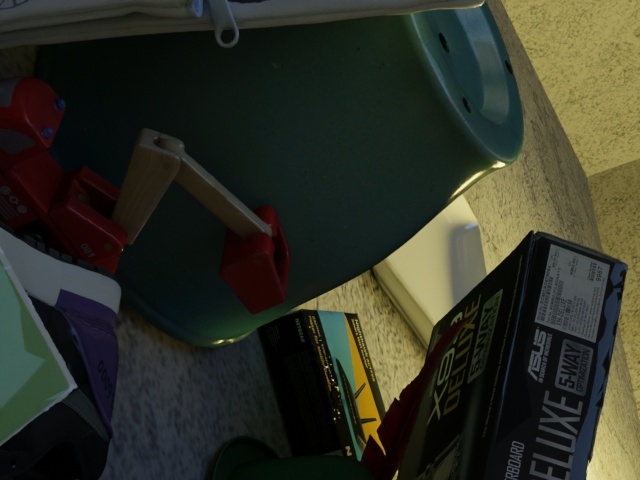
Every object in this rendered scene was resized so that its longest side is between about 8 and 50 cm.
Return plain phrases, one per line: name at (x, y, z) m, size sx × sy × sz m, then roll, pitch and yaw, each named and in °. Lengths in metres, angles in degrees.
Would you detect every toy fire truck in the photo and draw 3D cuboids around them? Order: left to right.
toy fire truck at (-0.115, -0.025, 0.694) m, size 0.192 × 0.135 × 0.047 m, roll 57°, pitch 23°, yaw -33°

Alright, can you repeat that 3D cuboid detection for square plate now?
square plate at (0.125, -0.002, 1.435) m, size 0.344 × 0.049 × 0.347 m, roll 53°, pitch 26°, yaw -39°

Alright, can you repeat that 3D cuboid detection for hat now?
hat at (0.039, 0.189, 0.825) m, size 0.208 × 0.183 × 0.173 m, roll 71°, pitch 18°, yaw 3°

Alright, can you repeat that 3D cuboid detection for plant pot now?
plant pot at (-0.009, -0.094, 0.824) m, size 0.271 × 0.255 × 0.272 m, roll 44°, pitch 34°, yaw -41°

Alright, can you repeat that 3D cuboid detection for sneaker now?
sneaker at (-0.172, 0.058, 0.523) m, size 0.283 × 0.107 × 0.124 m, roll 27°, pitch 52°, yaw -62°

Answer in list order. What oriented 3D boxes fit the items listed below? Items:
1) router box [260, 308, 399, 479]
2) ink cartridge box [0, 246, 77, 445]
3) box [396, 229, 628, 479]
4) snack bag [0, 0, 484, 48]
router box at (0.015, 0.150, 1.006) m, size 0.133 × 0.046 × 0.179 m, roll 12°, pitch 60°, yaw -68°
ink cartridge box at (-0.211, 0.044, 0.381) m, size 0.235 × 0.056 × 0.171 m, roll -41°, pitch 111°, yaw -47°
box at (0.117, 0.177, 0.867) m, size 0.242 × 0.076 × 0.307 m, roll 122°, pitch -15°, yaw -67°
snack bag at (-0.066, -0.226, 0.746) m, size 0.323 × 0.342 × 0.037 m, roll -88°, pitch 173°, yaw -46°
